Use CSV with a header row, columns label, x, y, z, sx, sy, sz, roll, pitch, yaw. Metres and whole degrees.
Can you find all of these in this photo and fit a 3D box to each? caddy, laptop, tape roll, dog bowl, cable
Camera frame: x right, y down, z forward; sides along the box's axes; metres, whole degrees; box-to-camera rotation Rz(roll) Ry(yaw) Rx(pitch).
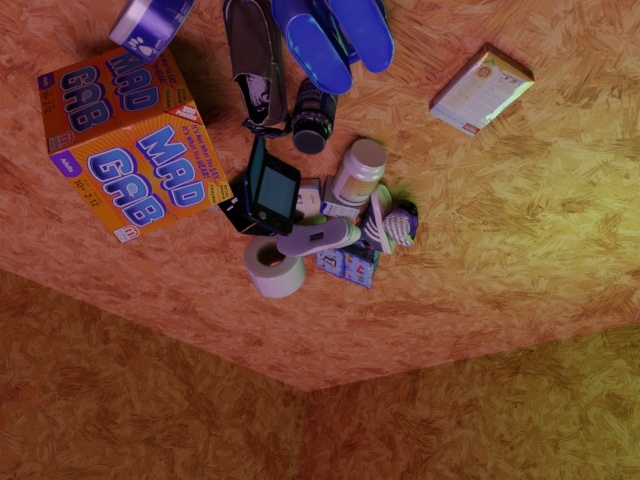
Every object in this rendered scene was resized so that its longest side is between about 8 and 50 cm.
label,x,y,z,sx,sy,sz,roll,pitch,yaw
caddy,0.033,-0.525,1.138,0.241,0.179,0.341,-25,150,17
laptop,-0.239,-0.124,1.827,0.234,0.136,0.264,-27,102,46
tape roll,-0.194,0.102,2.032,0.246,0.246,0.169,2,145,8
dog bowl,-0.380,-0.555,1.101,0.104,0.265,0.264,31,139,-34
cable,-0.138,-0.357,1.427,0.150,0.184,0.047,24,126,27

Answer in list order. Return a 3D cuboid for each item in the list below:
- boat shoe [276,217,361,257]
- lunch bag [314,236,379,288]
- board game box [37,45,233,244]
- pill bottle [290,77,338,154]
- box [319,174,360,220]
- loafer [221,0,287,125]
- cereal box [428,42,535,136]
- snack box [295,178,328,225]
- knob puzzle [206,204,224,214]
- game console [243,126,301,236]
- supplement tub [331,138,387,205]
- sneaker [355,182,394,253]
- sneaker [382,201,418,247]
label,x,y,z,sx,sy,sz,roll,pitch,yaw
boat shoe,0.001,-0.009,1.835,0.367,0.136,0.156,-14,162,37
lunch bag,0.101,0.068,2.056,0.293,0.138,0.221,14,148,12
board game box,-0.507,-0.282,1.328,0.356,0.356,0.357,-24,145,-9
pill bottle,-0.019,-0.356,1.355,0.122,0.219,0.123,5,145,4
box,0.074,-0.153,1.714,0.137,0.126,0.072,13,147,-7
loafer,-0.169,-0.467,1.232,0.133,0.130,0.366,-6,120,18
cereal box,0.447,-0.415,1.332,0.173,0.047,0.240,22,143,-20
snack box,-0.074,-0.114,1.857,0.187,0.060,0.322,0,145,10
knob puzzle,-0.390,-0.165,1.873,0.213,0.030,0.213,5,145,4
game console,-0.148,-0.205,1.536,0.250,0.293,0.173,26,142,-25
supplement tub,0.130,-0.226,1.581,0.144,0.144,0.200,14,145,-10
sneaker,0.194,-0.078,1.807,0.148,0.131,0.350,10,141,24
sneaker,0.306,-0.086,1.745,0.102,0.146,0.293,15,166,19
